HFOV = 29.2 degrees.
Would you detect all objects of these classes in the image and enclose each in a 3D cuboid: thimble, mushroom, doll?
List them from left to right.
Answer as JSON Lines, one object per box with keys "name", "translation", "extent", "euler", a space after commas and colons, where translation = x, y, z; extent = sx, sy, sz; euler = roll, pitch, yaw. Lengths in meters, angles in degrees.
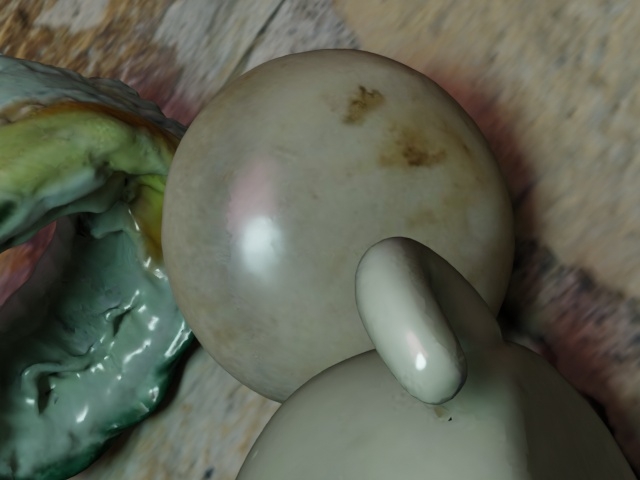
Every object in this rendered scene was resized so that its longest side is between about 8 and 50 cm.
{"name": "thimble", "translation": [-0.196, 0.019, 0.799], "extent": [0.167, 0.254, 0.288], "euler": [36, 82, 37]}
{"name": "mushroom", "translation": [0.000, 0.000, 0.723], "extent": [0.215, 0.207, 0.207], "euler": [151, 129, -65]}
{"name": "doll", "translation": [0.011, 0.193, 0.604], "extent": [0.226, 0.215, 0.370], "euler": [42, 112, 5]}
